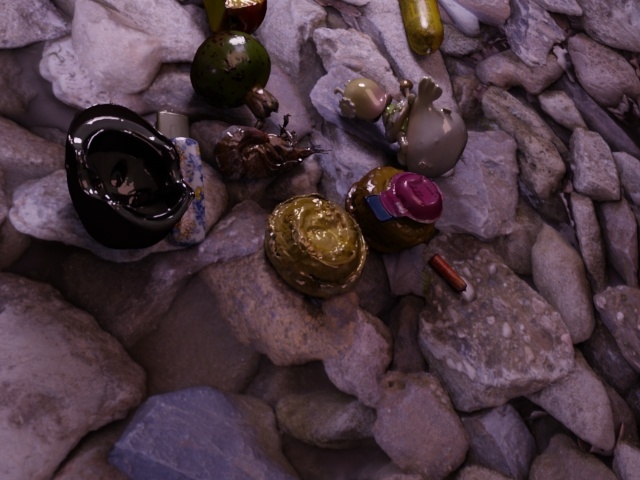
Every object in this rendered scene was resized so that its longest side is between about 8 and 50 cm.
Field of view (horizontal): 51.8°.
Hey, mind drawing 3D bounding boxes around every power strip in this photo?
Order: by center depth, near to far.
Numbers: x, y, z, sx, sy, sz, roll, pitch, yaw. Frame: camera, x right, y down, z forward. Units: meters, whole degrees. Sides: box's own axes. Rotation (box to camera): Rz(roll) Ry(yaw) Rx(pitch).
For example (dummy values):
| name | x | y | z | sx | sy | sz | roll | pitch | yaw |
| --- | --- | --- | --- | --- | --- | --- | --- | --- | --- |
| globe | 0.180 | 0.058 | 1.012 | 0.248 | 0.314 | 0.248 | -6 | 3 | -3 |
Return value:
| name | x | y | z | sx | sy | sz | roll | pitch | yaw |
| --- | --- | --- | --- | --- | --- | --- | --- | --- | --- |
| power strip | -0.342 | -0.235 | 1.536 | 0.076 | 0.028 | 0.169 | 6 | 62 | -28 |

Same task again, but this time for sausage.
| name | x | y | z | sx | sy | sz | roll | pitch | yaw |
| --- | --- | --- | --- | --- | --- | --- | --- | --- | --- |
| sausage | 0.343 | 0.090 | 1.752 | 0.129 | 0.034 | 0.034 | 46 | 50 | 1 |
| sausage | 0.330 | -0.745 | 2.173 | 0.123 | 0.123 | 0.347 | 7 | 60 | -28 |

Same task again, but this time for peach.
| name | x | y | z | sx | sy | sz | roll | pitch | yaw |
| --- | --- | --- | --- | --- | --- | --- | --- | --- | --- |
| peach | -0.235 | -0.655 | 1.765 | 0.158 | 0.154 | 0.268 | -5 | 59 | -32 |

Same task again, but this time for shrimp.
| name | x | y | z | sx | sy | sz | roll | pitch | yaw |
| --- | --- | --- | --- | --- | --- | --- | --- | --- | --- |
| shrimp | -0.112 | -0.227 | 1.614 | 0.342 | 0.116 | 0.145 | -10 | 93 | -38 |

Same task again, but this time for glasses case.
| name | x | y | z | sx | sy | sz | roll | pitch | yaw |
| --- | --- | --- | --- | --- | --- | --- | --- | --- | --- |
| glasses case | -0.302 | -0.109 | 1.450 | 0.086 | 0.065 | 0.248 | -1 | 74 | -26 |

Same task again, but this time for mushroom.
| name | x | y | z | sx | sy | sz | roll | pitch | yaw |
| --- | --- | --- | --- | --- | --- | --- | --- | --- | --- |
| mushroom | 0.334 | -0.364 | 2.013 | 0.068 | 0.043 | 0.306 | -33 | 84 | -14 |

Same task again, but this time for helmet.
| name | x | y | z | sx | sy | sz | roll | pitch | yaw |
| --- | --- | --- | --- | --- | --- | --- | --- | --- | --- |
| helmet | -0.402 | -0.110 | 1.333 | 0.224 | 0.177 | 0.306 | -9 | 61 | -41 |

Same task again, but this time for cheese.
| name | x | y | z | sx | sy | sz | roll | pitch | yaw |
| --- | --- | --- | --- | --- | --- | --- | --- | --- | --- |
| cheese | 0.210 | -0.097 | 1.599 | 0.244 | 0.062 | 0.155 | -18 | 67 | -37 |

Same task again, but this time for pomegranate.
| name | x | y | z | sx | sy | sz | roll | pitch | yaw |
| --- | --- | --- | --- | --- | --- | --- | --- | --- | --- |
| pomegranate | -0.201 | -0.394 | 1.607 | 0.248 | 0.202 | 0.202 | 49 | 50 | 7 |

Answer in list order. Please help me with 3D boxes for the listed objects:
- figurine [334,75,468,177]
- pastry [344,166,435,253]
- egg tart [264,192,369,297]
| name | x | y | z | sx | sy | sz | roll | pitch | yaw |
| --- | --- | --- | --- | --- | --- | --- | --- | --- | --- |
| figurine | 0.225 | -0.352 | 1.816 | 0.394 | 0.275 | 0.227 | 31 | 46 | 11 |
| pastry | 0.194 | -0.085 | 1.701 | 0.240 | 0.132 | 0.235 | 51 | 51 | 3 |
| egg tart | 0.000 | 0.000 | 1.562 | 0.278 | 0.095 | 0.279 | 13 | 59 | -23 |
